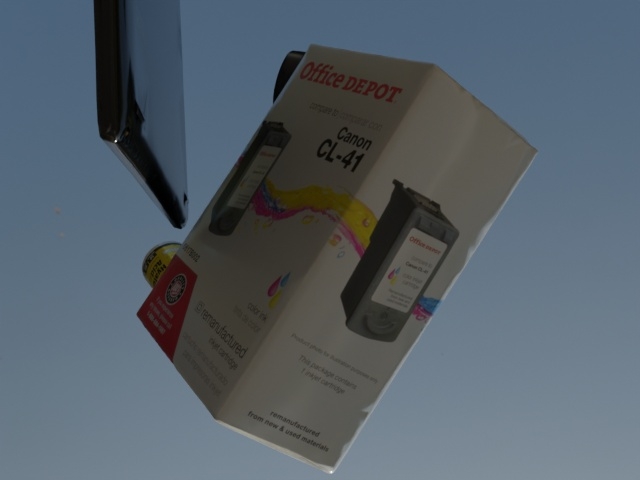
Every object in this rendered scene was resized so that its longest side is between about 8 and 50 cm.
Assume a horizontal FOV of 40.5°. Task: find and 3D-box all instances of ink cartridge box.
[{"bbox_3d":[0.000,0.000,0.735,0.131,0.226,0.306,31,-90,-31],"label":"ink cartridge box"}]

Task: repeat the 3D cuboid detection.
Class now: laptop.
[{"bbox_3d":[-0.230,-0.226,0.611,0.236,0.382,0.408,-3,-96,-4],"label":"laptop"}]

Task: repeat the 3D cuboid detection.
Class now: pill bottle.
[{"bbox_3d":[-0.159,0.053,1.006,0.065,0.065,0.116,-48,-138,0],"label":"pill bottle"}]

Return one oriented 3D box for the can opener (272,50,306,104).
[{"bbox_3d":[-0.016,-0.108,0.935,0.073,0.059,0.186,26,-65,40],"label":"can opener"}]
